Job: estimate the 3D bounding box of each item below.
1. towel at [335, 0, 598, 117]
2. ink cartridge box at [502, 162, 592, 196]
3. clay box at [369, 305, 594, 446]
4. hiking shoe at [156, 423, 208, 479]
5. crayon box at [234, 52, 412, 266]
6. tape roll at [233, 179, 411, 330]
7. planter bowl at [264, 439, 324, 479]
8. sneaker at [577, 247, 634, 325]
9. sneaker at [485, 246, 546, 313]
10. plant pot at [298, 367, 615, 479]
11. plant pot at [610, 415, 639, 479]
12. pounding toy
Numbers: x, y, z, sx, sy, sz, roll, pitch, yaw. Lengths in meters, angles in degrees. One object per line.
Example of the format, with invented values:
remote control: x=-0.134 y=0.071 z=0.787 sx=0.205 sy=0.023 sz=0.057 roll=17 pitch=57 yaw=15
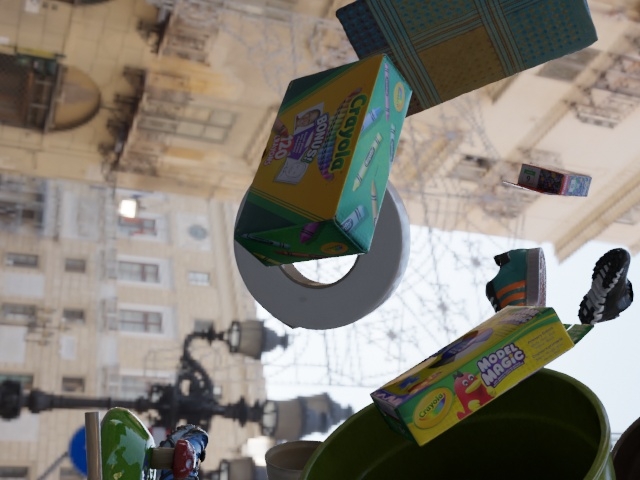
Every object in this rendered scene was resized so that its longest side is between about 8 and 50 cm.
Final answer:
towel: x=0.240 y=-0.348 z=1.460 sx=0.271 sy=0.370 sz=0.040 roll=55 pitch=19 yaw=-47
ink cartridge box: x=0.286 y=-0.077 z=1.145 sx=0.063 sy=0.115 sz=0.029 roll=22 pitch=-75 yaw=40
clay box: x=0.168 y=0.130 z=0.964 sx=0.053 sy=0.222 sz=0.127 roll=59 pitch=-11 yaw=-2
hiking shoe: x=-0.240 y=0.429 z=1.521 sx=0.304 sy=0.132 sz=0.113 roll=-57 pitch=163 yaw=-59
crayon box: x=0.008 y=-0.106 z=1.207 sx=0.165 sy=0.081 sz=0.278 roll=-9 pitch=-129 yaw=37
tape roll: x=0.000 y=0.000 z=1.946 sx=0.072 sy=0.392 sz=0.391 roll=-8 pitch=109 yaw=-69
planter bowl: x=-0.029 y=0.474 z=1.801 sx=0.162 sy=0.162 sz=0.109 roll=-158 pitch=-115 yaw=-67
sneaker: x=0.661 y=0.102 z=2.042 sx=0.078 sy=0.106 sz=0.234 roll=-107 pitch=-161 yaw=-44
sneaker: x=0.410 y=0.148 z=1.937 sx=0.121 sy=0.108 sz=0.302 roll=-5 pitch=-131 yaw=25
plant pot: x=0.203 y=0.393 z=1.081 sx=0.352 sy=0.367 sz=0.366 roll=68 pitch=-15 yaw=-18
plant pot: x=0.621 y=0.406 z=1.434 sx=0.263 sy=0.229 sz=0.263 roll=-37 pitch=-165 yaw=12
pounding toy: x=-0.217 y=0.298 z=1.110 sx=0.237 sy=0.110 sz=0.182 roll=94 pitch=0 yaw=-78
